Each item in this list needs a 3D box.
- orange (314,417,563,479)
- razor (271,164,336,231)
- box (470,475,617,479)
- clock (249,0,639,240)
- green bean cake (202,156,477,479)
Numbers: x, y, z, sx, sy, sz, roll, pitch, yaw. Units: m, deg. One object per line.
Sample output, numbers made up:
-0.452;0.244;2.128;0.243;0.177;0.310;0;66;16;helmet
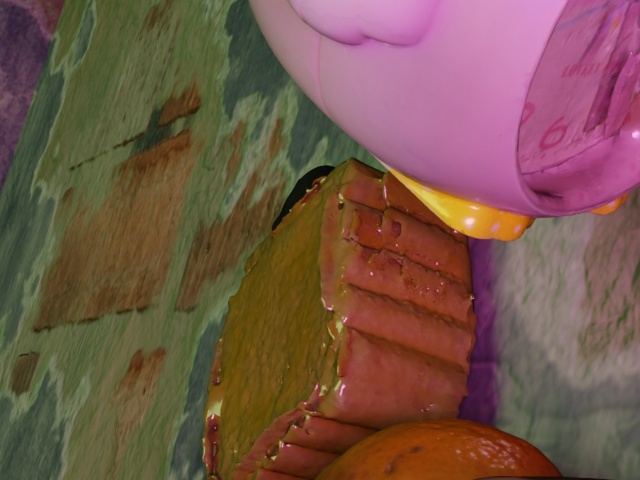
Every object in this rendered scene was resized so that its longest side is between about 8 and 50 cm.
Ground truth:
0.054;0.209;0.946;0.224;0.170;0.224;-45;32;40;orange
0.000;0.000;1.403;0.090;0.054;0.148;-52;28;26;razor
0.129;0.245;0.694;0.301;0.216;0.301;-47;32;43;box
0.129;-0.224;0.905;0.250;0.368;0.376;42;124;28;clock
0.016;0.080;1.199;0.229;0.131;0.224;-50;27;44;green bean cake
